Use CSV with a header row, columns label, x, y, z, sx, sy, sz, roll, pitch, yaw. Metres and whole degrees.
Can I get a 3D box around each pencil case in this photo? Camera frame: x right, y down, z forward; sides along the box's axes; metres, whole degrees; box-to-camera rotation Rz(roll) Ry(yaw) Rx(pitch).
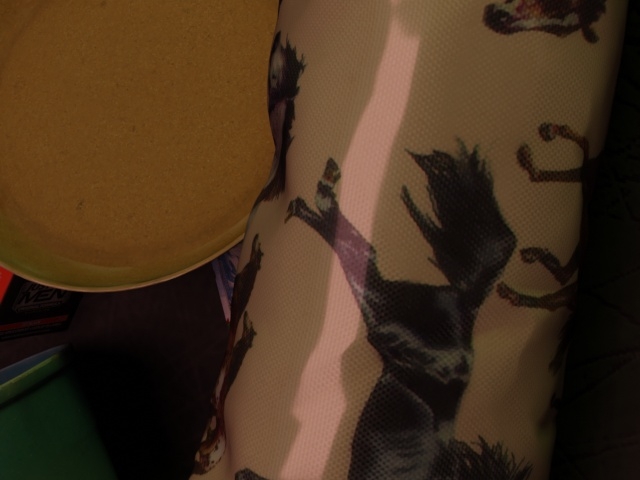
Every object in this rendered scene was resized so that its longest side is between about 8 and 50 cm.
label,x,y,z,sx,sy,sz,roll,pitch,yaw
pencil case,0.036,-0.021,0.539,0.183,0.159,0.411,-151,69,-75

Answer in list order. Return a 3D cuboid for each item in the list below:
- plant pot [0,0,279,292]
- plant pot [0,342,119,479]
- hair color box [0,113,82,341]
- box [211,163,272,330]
label,x,y,z,sx,sy,sz,roll,pitch,yaw
plant pot,-0.102,-0.082,0.676,0.236,0.032,0.236,-4,71,13
plant pot,-0.212,0.231,0.707,0.271,0.271,0.255,-22,95,34
hair color box,-0.167,-0.007,0.756,0.043,0.072,0.141,39,115,25
box,0.000,0.000,0.667,0.137,0.027,0.094,-17,86,34
